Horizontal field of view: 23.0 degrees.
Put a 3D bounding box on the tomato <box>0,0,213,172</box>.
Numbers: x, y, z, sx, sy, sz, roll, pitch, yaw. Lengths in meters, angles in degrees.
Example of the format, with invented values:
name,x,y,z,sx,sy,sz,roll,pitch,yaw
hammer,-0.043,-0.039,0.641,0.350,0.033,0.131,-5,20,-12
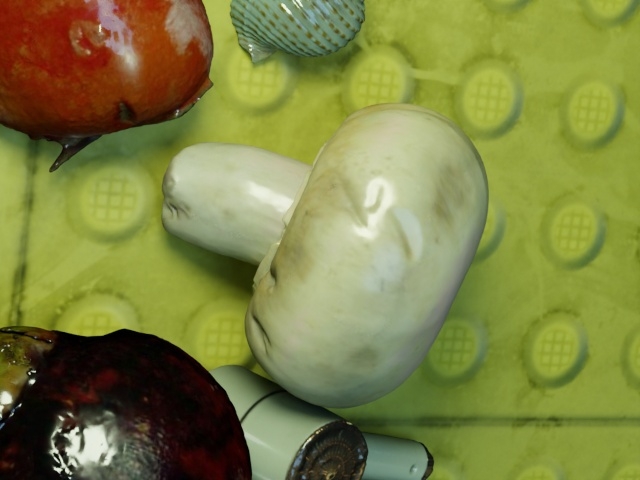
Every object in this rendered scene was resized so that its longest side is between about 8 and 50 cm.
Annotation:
name,x,y,z,sx,sy,sz,roll,pitch,yaw
tomato,-0.240,-0.233,1.652,0.309,0.170,0.309,-6,104,-27

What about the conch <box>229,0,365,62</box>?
name,x,y,z,sx,sy,sz,roll,pitch,yaw
conch,-0.020,-0.272,1.798,0.153,0.102,0.135,-31,97,-18

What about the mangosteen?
name,x,y,z,sx,sy,sz,roll,pitch,yaw
mangosteen,-0.280,0.276,1.625,0.421,0.381,0.381,0,100,-14

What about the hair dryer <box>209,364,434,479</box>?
name,x,y,z,sx,sy,sz,roll,pitch,yaw
hair dryer,0.021,0.254,1.892,0.362,0.203,0.128,16,94,-47

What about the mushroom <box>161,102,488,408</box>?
name,x,y,z,sx,sy,sz,roll,pitch,yaw
mushroom,0.032,0.007,1.780,0.325,0.353,0.353,-2,102,-49
